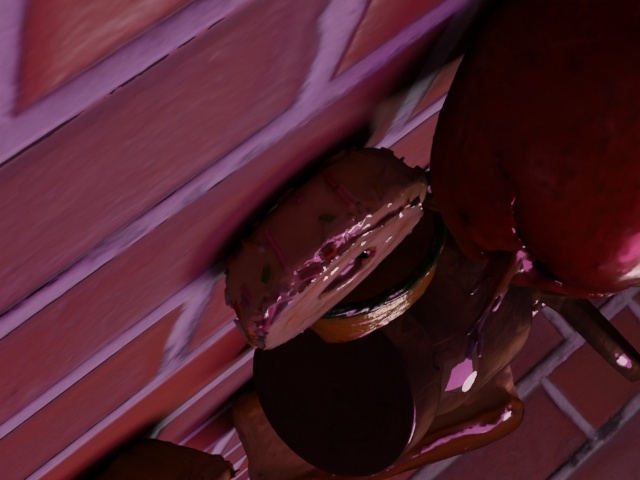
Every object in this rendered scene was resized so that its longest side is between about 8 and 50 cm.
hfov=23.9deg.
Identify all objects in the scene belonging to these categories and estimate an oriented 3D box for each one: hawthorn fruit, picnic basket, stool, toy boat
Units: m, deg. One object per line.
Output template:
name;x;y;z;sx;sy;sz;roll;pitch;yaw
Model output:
hawthorn fruit;0.168;-0.049;1.010;0.299;0.211;0.211;-58;173;-9
picnic basket;0.367;0.088;2.241;0.337;0.337;0.293;-43;171;8
stool;0.078;0.101;1.505;0.179;0.179;0.264;-48;169;35
toy boat;0.039;0.024;1.330;0.229;0.089;0.088;-38;133;-29

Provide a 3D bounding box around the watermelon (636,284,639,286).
watermelon;0.315;-0.070;1.514;0.242;0.242;0.242;-40;171;-8

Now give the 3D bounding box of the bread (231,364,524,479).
bread;0.064;0.216;1.805;0.333;0.143;0.323;-18;170;1

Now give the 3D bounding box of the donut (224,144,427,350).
donut;0.000;0.000;1.058;0.174;0.068;0.174;-40;168;-10

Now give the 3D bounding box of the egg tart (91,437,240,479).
egg tart;-0.195;0.266;1.425;0.252;0.098;0.232;-37;177;-4
